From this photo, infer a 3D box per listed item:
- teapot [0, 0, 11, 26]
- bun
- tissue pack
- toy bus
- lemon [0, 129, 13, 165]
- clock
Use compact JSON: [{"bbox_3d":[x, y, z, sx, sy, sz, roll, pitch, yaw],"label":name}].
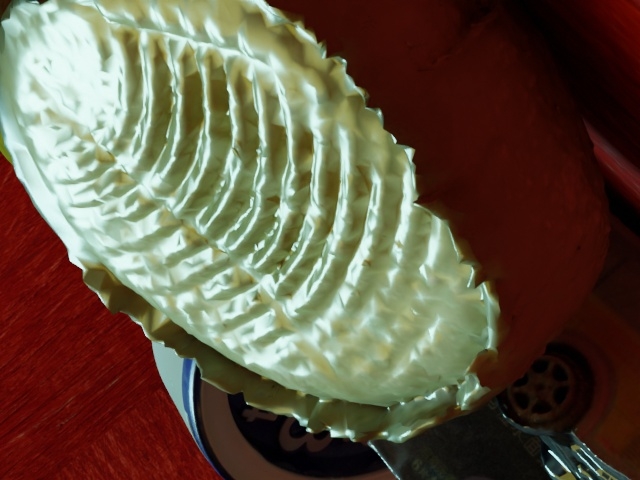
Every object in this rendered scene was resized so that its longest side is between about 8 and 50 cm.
[{"bbox_3d":[-0.191,-0.219,1.150,0.167,0.203,0.311,45,137,20],"label":"teapot"},{"bbox_3d":[0.002,-0.046,0.769,0.259,0.152,0.259,26,144,21],"label":"bun"},{"bbox_3d":[0.116,0.090,0.958,0.112,0.156,0.051,49,-178,30],"label":"tissue pack"},{"bbox_3d":[0.098,0.024,0.877,0.268,0.106,0.092,46,176,36],"label":"toy bus"},{"bbox_3d":[-0.118,-0.115,1.350,0.236,0.236,0.263,51,172,-9],"label":"lemon"},{"bbox_3d":[0.020,0.043,1.106,0.230,0.230,0.083,52,177,-40],"label":"clock"}]
